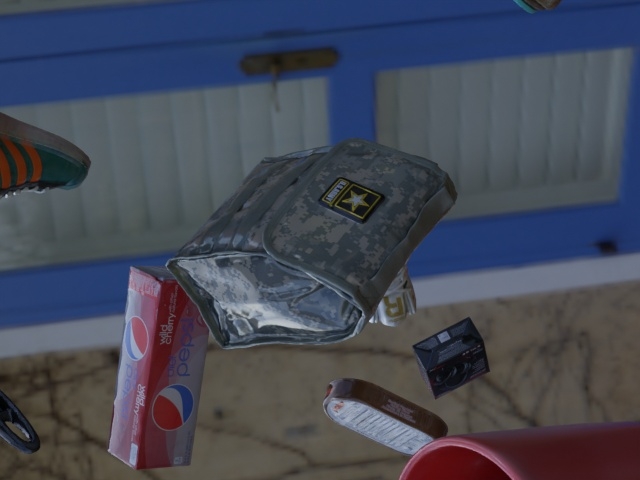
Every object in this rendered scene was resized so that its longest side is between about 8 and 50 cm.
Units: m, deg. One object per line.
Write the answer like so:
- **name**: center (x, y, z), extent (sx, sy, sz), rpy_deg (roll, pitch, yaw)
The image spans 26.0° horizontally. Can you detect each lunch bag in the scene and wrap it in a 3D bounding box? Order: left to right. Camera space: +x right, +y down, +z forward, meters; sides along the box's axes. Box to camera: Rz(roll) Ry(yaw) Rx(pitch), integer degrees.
- **lunch bag**: center (0.000, 0.000, 1.649), extent (0.287, 0.235, 0.169), rpy_deg (-6, 124, 43)

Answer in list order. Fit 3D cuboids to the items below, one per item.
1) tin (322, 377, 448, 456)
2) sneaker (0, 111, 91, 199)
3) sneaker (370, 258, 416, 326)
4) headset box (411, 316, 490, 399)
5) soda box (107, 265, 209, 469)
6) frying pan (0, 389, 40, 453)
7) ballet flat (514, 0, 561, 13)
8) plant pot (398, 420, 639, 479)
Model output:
- **tin**: center (0.092, 0.255, 1.975), extent (0.106, 0.190, 0.040), rpy_deg (-48, 19, 52)
- **sneaker**: center (-0.400, -0.092, 1.657), extent (0.302, 0.108, 0.121), rpy_deg (23, -99, -56)
- **sneaker**: center (0.112, 0.047, 2.105), extent (0.292, 0.108, 0.169), rpy_deg (162, 96, -88)
- **headset box**: center (0.126, 0.115, 1.319), extent (0.032, 0.062, 0.083), rpy_deg (62, 176, 31)
- **soda box**: center (-0.213, 0.169, 1.852), extent (0.083, 0.092, 0.263), rpy_deg (20, 104, 51)
- **frying pan**: center (-0.385, 0.082, 1.271), extent (0.326, 0.197, 0.053), rpy_deg (-125, 40, -50)
- **ballet flat**: center (0.208, -0.375, 1.457), extent (0.116, 0.124, 0.342), rpy_deg (33, -153, -34)
- **plant pot**: center (0.244, 0.300, 1.372), extent (0.275, 0.243, 0.275), rpy_deg (23, 118, 53)
